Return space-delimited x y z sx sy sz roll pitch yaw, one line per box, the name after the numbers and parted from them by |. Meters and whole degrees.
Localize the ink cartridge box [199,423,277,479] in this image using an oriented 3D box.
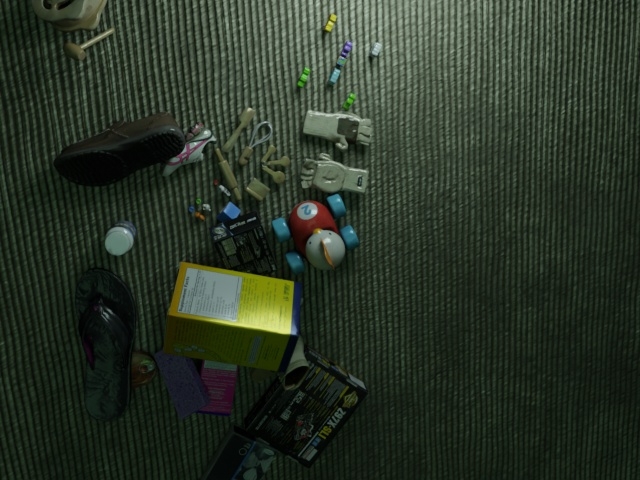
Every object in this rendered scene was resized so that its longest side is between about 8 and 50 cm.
-0.287 0.761 2.095 0.165 0.065 0.333 28 98 -15 | ink cartridge box

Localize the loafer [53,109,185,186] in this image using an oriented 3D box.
-0.544 -0.254 1.799 0.365 0.130 0.134 -14 140 2 | loafer

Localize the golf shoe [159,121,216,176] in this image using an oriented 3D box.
-0.373 -0.240 1.844 0.186 0.067 0.086 -46 108 2 | golf shoe

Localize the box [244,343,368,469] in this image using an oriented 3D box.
-0.046 0.525 2.075 0.257 0.079 0.322 35 95 -17 | box

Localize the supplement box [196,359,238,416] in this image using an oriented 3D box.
-0.309 0.401 1.981 0.113 0.111 0.220 10 100 -11 | supplement box

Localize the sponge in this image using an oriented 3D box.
-0.408 0.407 1.935 0.117 0.031 0.210 -33 76 29 | sponge

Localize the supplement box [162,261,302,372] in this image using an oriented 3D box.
-0.246 0.219 1.861 0.356 0.194 0.195 11 136 -8 | supplement box

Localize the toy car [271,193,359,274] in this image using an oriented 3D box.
0.000 0.000 1.877 0.219 0.238 0.210 -24 106 -4 | toy car

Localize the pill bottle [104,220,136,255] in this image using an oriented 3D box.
-0.557 -0.005 1.829 0.078 0.137 0.078 -2 103 -10 | pill bottle

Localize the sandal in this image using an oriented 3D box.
-0.611 0.300 1.883 0.167 0.107 0.446 -5 93 -6 | sandal

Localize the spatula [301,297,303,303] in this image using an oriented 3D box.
-0.187 0.230 2.012 0.242 0.019 0.168 14 101 -13 | spatula

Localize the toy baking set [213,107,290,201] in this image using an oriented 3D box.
-0.203 -0.241 1.897 0.196 0.030 0.256 -29 106 -5 | toy baking set

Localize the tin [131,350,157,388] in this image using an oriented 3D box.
-0.584 0.394 1.970 0.189 0.040 0.106 -15 109 -6 | tin

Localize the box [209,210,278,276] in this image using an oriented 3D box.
-0.220 0.025 1.896 0.147 0.077 0.180 -21 129 -5 | box

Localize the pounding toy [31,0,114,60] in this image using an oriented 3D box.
-0.632 -0.610 1.713 0.154 0.155 0.270 21 89 14 | pounding toy

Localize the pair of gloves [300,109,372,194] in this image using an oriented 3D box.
0.045 -0.259 1.926 0.204 0.042 0.240 2 98 -7 | pair of gloves

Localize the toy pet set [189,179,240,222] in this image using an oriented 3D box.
-0.298 -0.093 1.893 0.114 0.065 0.122 41 94 -16 | toy pet set

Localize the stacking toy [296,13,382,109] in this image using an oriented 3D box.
0.053 -0.503 1.871 0.167 0.052 0.221 25 99 -13 | stacking toy

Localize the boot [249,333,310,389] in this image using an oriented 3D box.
-0.125 0.392 1.974 0.213 0.165 0.077 -41 121 12 | boot
